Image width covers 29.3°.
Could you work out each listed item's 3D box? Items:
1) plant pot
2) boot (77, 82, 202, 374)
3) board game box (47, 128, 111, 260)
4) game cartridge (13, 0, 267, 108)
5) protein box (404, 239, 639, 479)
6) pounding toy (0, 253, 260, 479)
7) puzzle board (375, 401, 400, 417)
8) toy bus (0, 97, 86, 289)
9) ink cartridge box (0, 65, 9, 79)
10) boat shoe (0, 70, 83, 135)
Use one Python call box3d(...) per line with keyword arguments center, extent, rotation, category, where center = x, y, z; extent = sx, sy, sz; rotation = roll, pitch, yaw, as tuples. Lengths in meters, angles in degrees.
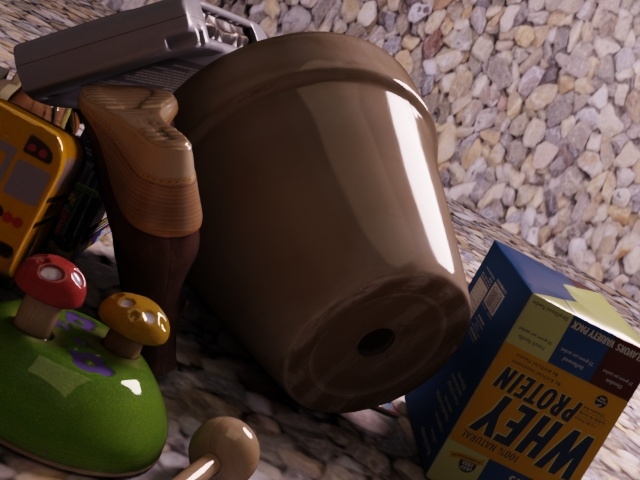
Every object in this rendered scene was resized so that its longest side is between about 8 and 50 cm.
box3d(center=(0.002, 0.005, 1.200), extent=(0.323, 0.323, 0.280), rotation=(18, 32, -39), category="plant pot")
box3d(center=(-0.168, -0.021, 1.081), extent=(0.090, 0.207, 0.248), rotation=(-1, 23, -21), category="boot")
box3d(center=(-0.226, -0.064, 1.256), extent=(0.048, 0.141, 0.170), rotation=(27, 11, -1), category="board game box")
box3d(center=(-0.178, -0.182, 1.229), extent=(0.198, 0.062, 0.297), rotation=(-10, 1, 12), category="game cartridge")
box3d(center=(0.197, 0.137, 1.213), extent=(0.136, 0.201, 0.200), rotation=(26, 12, -9), category="protein box")
box3d(center=(-0.153, 0.085, 0.866), extent=(0.237, 0.110, 0.183), rotation=(32, 13, 19), category="pounding toy")
box3d(center=(0.028, 0.138, 1.293), extent=(0.096, 0.011, 0.128), rotation=(24, 13, -19), category="puzzle board")
box3d(center=(-0.266, -0.046, 1.004), extent=(0.108, 0.130, 0.332), rotation=(26, 0, -8), category="toy bus")
box3d(center=(-0.453, -0.202, 1.516), extent=(0.109, 0.062, 0.209), rotation=(25, 12, -12), category="ink cartridge box")
box3d(center=(-0.340, -0.147, 1.471), extent=(0.104, 0.111, 0.307), rotation=(30, 21, -10), category="boat shoe")
